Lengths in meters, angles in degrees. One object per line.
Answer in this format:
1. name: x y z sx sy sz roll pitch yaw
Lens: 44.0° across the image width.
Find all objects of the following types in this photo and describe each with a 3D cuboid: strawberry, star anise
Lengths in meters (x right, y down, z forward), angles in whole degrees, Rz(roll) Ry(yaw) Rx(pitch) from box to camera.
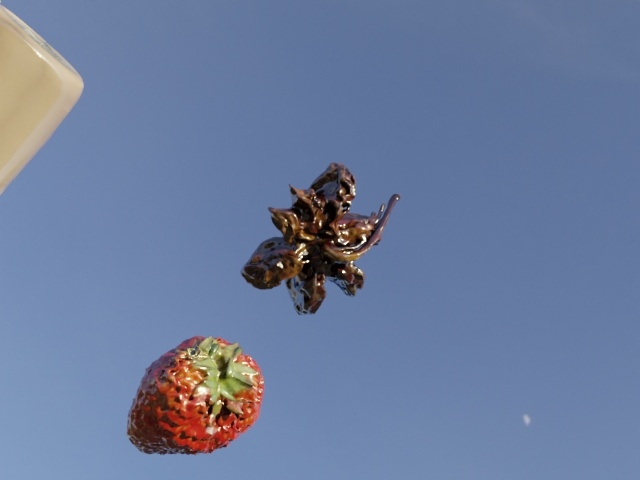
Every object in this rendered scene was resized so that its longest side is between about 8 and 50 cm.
1. strawberry: -0.317 0.389 1.865 0.312 0.267 0.351 -5 -33 -39
2. star anise: 0.000 0.000 1.101 0.190 0.126 0.220 24 -87 -21

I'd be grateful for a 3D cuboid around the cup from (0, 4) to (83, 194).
1. cup: -0.439 -0.191 1.100 0.191 0.253 0.200 43 -90 14
